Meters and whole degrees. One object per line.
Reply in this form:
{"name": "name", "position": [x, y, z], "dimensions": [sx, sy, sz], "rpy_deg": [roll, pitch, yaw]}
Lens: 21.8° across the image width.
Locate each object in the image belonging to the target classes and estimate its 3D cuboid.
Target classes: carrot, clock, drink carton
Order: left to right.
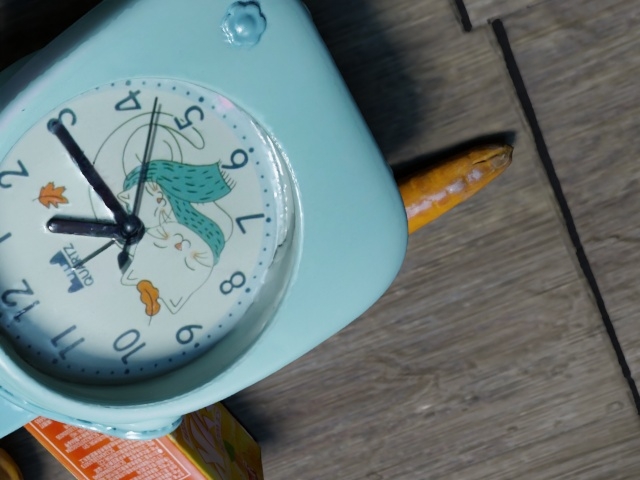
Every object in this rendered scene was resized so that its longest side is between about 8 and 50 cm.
{"name": "clock", "position": [-0.104, -0.013, 0.884], "dimensions": [0.274, 0.094, 0.224], "rpy_deg": [-32, 116, -10]}
{"name": "drink carton", "position": [-0.118, 0.112, 1.046], "dimensions": [0.071, 0.096, 0.223], "rpy_deg": [-27, 127, 13]}
{"name": "carrot", "position": [0.000, 0.000, 1.010], "dimensions": [0.256, 0.061, 0.061], "rpy_deg": [-27, 128, 1]}

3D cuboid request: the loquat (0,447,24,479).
{"name": "loquat", "position": [-0.250, 0.179, 1.081], "dimensions": [0.137, 0.113, 0.137], "rpy_deg": [5, 114, 13]}
